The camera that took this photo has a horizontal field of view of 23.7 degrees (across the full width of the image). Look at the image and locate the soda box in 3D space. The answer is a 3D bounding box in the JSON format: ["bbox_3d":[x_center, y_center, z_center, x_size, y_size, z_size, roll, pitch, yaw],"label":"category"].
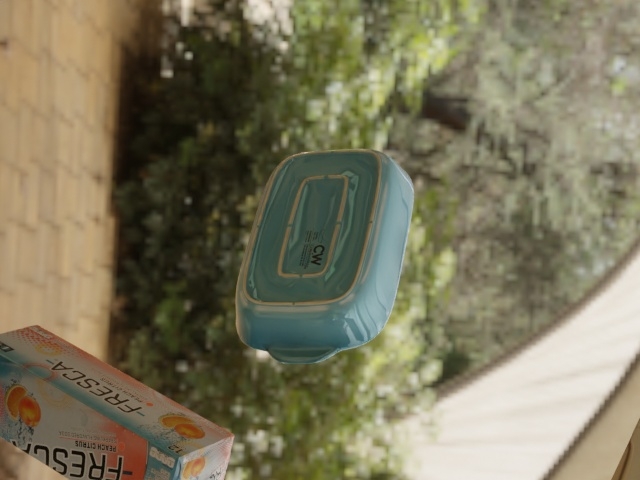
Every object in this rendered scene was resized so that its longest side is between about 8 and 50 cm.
[{"bbox_3d":[-0.148,0.121,1.005,0.063,0.183,0.058,-13,123,-56],"label":"soda box"}]

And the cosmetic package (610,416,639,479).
[{"bbox_3d":[0.235,0.285,1.085,0.309,0.113,0.160,-58,148,-32],"label":"cosmetic package"}]

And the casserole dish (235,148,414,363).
[{"bbox_3d":[0.000,0.000,1.057,0.037,0.114,0.188,66,30,-46],"label":"casserole dish"}]
